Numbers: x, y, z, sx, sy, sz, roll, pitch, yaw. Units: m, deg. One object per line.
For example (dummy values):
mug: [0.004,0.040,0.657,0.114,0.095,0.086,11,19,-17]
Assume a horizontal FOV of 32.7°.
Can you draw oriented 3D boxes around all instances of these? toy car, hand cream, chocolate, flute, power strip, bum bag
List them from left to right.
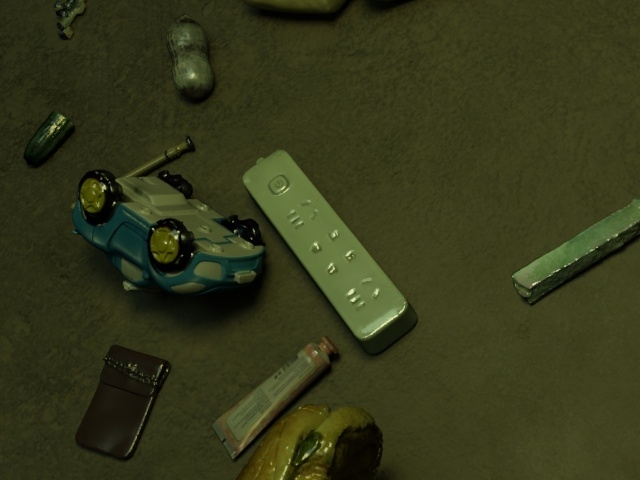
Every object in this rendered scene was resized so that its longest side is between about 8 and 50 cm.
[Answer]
bum bag: [-0.297,0.238,1.616,0.109,0.026,0.159,11,69,26]
flute: [-0.313,-0.107,1.806,0.233,0.027,0.027,-29,57,7]
toy car: [-0.229,0.007,1.627,0.314,0.198,0.166,31,112,29]
chocolate: [-0.222,-0.312,1.850,0.072,0.072,0.167,-21,60,11]
hand cream: [-0.060,0.214,1.525,0.210,0.043,0.067,-42,54,4]
power strip: [0.000,0.000,1.597,0.091,0.062,0.385,-36,57,-2]

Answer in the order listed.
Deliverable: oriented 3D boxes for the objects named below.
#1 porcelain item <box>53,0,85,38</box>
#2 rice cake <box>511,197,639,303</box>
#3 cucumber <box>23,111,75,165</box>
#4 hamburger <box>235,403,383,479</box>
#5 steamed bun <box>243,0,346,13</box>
porcelain item: [-0.474,-0.441,2.053,0.075,0.021,0.136,12,68,32]
rice cake: [0.354,0.013,1.460,0.211,0.034,0.043,-32,48,5]
cucumber: [-0.479,-0.175,1.897,0.048,0.048,0.105,34,81,33]
hamburger: [-0.041,0.323,1.320,0.134,0.265,0.285,22,71,24]
steamed bun: [-0.030,-0.482,1.802,0.225,0.170,0.200,12,64,26]
